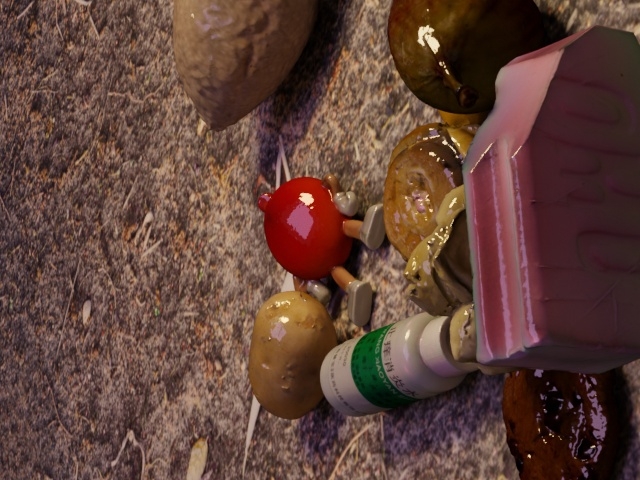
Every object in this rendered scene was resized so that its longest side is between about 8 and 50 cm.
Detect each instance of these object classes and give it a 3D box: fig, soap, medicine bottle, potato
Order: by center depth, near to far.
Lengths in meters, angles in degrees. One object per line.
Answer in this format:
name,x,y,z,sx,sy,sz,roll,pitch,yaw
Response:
soap,0.237,-0.040,1.645,0.109,0.192,0.324,-32,57,55
fig,0.145,-0.191,1.799,0.145,0.170,0.274,-53,8,24
medicine bottle,0.096,0.137,1.988,0.260,0.095,0.095,-27,61,57
potato,-0.034,0.145,2.213,0.118,0.109,0.178,-112,25,-52

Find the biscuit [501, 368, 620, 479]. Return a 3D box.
biscuit,0.238,0.178,1.758,0.192,0.049,0.192,-173,90,-68

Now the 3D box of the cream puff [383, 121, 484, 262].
cream puff,0.153,-0.048,1.873,0.189,0.129,0.189,17,113,49

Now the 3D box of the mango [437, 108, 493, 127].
mango,0.149,-0.187,1.969,0.098,0.075,0.190,108,150,-61

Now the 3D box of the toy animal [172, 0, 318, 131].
toy animal,-0.103,-0.317,2.354,0.226,0.188,0.358,-109,34,-57

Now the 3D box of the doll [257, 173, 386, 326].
doll,0.000,0.000,2.217,0.217,0.085,0.183,25,112,43

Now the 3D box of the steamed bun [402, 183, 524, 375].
steamed bun,0.175,0.039,1.738,0.192,0.177,0.106,-53,8,-14
